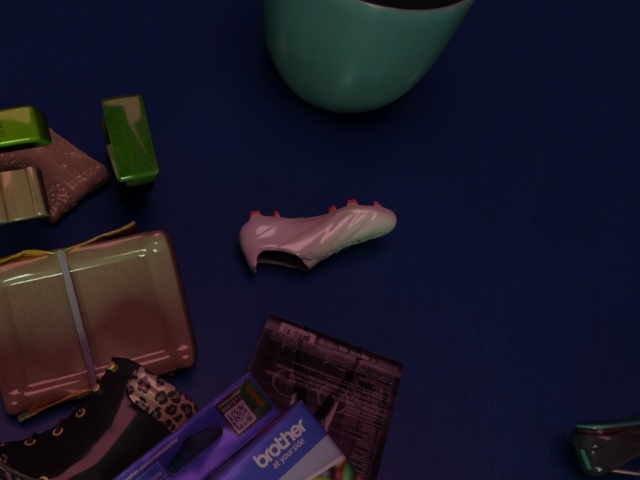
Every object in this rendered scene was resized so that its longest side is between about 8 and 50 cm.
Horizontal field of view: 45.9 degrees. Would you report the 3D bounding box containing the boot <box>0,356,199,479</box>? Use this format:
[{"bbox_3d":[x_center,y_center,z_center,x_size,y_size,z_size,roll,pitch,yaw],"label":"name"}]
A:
[{"bbox_3d":[-0.244,0.179,0.687,0.236,0.085,0.178,30,59,-2],"label":"boot"}]

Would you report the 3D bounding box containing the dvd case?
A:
[{"bbox_3d":[-0.012,0.196,0.793,0.165,0.018,0.221,21,52,-2],"label":"dvd case"}]

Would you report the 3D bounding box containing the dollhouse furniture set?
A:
[{"bbox_3d":[-0.261,0.012,0.813,0.198,0.151,0.301,-13,92,-17],"label":"dollhouse furniture set"}]

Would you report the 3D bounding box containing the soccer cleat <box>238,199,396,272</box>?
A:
[{"bbox_3d":[0.000,0.000,0.912,0.196,0.068,0.076,-6,62,-12],"label":"soccer cleat"}]

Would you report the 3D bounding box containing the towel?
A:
[{"bbox_3d":[-0.338,-0.089,0.898,0.148,0.027,0.110,35,54,10],"label":"towel"}]

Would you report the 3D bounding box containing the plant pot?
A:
[{"bbox_3d":[0.050,-0.321,1.045,0.293,0.235,0.293,7,54,-10],"label":"plant pot"}]

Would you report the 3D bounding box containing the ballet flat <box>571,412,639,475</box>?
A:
[{"bbox_3d":[0.370,0.227,0.856,0.203,0.074,0.074,-4,56,-26],"label":"ballet flat"}]

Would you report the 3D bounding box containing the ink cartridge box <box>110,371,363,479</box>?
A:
[{"bbox_3d":[-0.025,0.281,0.659,0.186,0.065,0.311,-35,83,-33],"label":"ink cartridge box"}]
